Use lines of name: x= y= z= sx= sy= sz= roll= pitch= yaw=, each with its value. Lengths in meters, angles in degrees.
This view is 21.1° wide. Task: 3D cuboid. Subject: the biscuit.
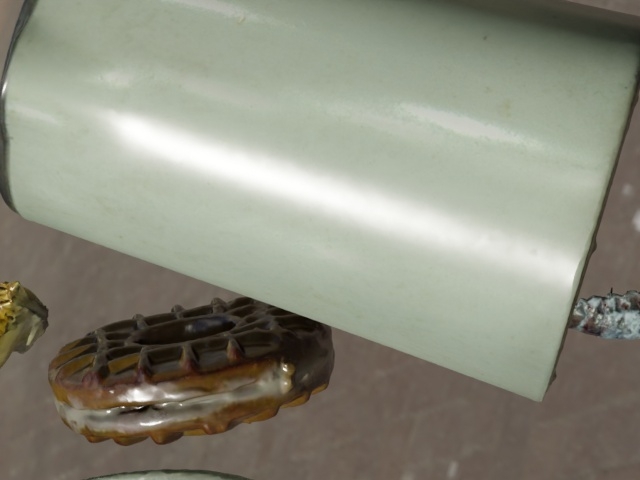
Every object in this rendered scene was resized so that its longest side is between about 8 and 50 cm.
biscuit: x=-0.144 y=0.142 z=1.937 sx=0.332 sy=0.332 sz=0.103 roll=-164 pitch=61 yaw=-70

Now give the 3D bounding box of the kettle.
kettle: x=0.013 y=-0.083 z=1.157 sx=0.361 sy=0.376 sz=0.250 roll=-51 pitch=-23 yaw=-71

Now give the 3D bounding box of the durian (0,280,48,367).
durian: x=-0.304 y=0.104 z=1.216 sx=0.195 sy=0.185 sz=0.305 roll=-65 pitch=21 yaw=-9

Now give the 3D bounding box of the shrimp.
shrimp: x=0.464 y=0.056 z=2.180 sx=0.221 sy=0.410 sz=0.166 roll=120 pitch=134 yaw=-69

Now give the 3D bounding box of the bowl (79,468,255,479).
bowl: x=-0.146 y=0.299 z=1.209 sx=0.313 sy=0.313 sz=0.146 roll=-51 pitch=47 yaw=41
